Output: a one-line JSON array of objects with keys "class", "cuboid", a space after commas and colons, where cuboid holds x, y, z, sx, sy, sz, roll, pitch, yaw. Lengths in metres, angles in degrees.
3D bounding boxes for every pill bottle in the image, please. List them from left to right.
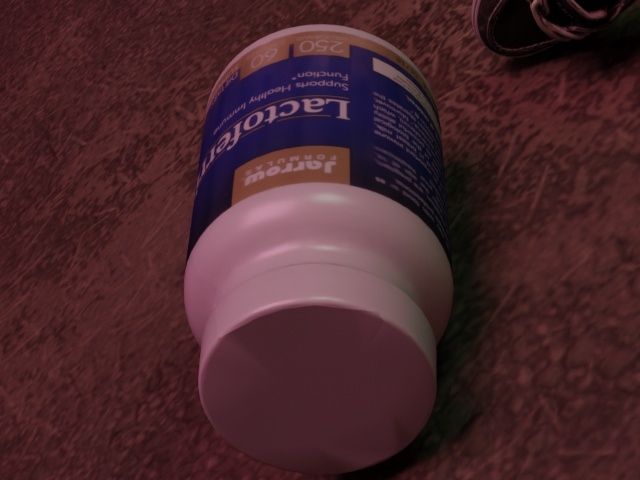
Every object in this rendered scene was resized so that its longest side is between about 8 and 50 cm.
[{"class": "pill bottle", "cuboid": [0.000, 0.000, 0.912, 0.153, 0.153, 0.264, -33, 30, 23]}]

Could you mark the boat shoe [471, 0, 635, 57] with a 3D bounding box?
[{"class": "boat shoe", "cuboid": [0.153, -0.163, 0.956, 0.219, 0.078, 0.070, -44, 22, 57]}]
